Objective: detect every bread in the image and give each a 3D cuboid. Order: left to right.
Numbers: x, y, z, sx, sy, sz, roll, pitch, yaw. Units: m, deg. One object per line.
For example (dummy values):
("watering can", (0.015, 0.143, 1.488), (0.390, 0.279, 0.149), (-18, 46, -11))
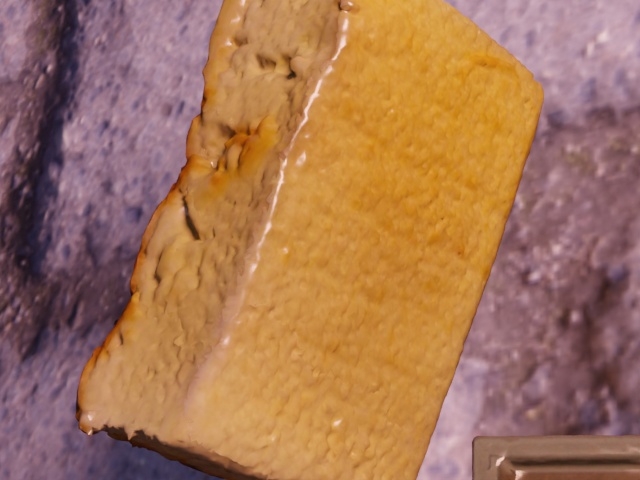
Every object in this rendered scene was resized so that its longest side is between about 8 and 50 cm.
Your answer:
("bread", (0.000, 0.000, 0.683), (0.114, 0.184, 0.275), (6, 72, 46))

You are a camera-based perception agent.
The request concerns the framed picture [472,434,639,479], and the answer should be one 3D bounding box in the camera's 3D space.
("framed picture", (0.170, 0.218, 0.428), (0.247, 0.022, 0.335), (-3, 54, 11))
